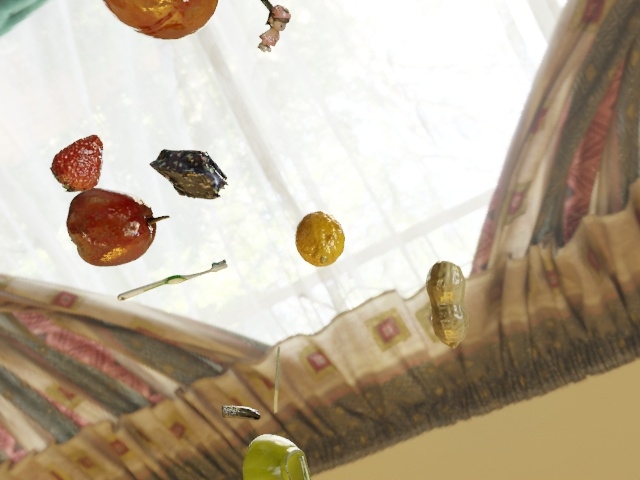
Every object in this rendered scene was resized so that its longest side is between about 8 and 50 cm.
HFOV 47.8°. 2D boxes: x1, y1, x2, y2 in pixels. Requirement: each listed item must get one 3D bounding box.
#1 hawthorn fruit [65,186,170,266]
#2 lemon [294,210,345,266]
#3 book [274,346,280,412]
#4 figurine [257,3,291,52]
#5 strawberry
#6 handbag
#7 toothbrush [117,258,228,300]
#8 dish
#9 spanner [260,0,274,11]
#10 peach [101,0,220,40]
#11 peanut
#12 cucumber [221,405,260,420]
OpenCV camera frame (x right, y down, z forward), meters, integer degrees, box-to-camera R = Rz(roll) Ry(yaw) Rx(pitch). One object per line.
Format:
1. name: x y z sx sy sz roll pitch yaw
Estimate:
1. hawthorn fruit: -0.702 -0.054 2.530 0.368 0.285 0.285 -7 -159 8
2. lemon: 0.000 0.000 1.972 0.142 0.142 0.187 -28 -143 15
3. book: -0.148 0.481 2.487 0.013 0.192 0.168 3 -125 -2
4. figurine: -0.124 -0.545 1.851 0.072 0.054 0.129 -8 141 -54
5. strawberry: -0.594 -0.187 1.806 0.148 0.131 0.131 -34 -164 -12
6. handbag: -0.379 -0.193 2.119 0.260 0.162 0.113 9 -123 45
7. toothbrush: -0.391 0.107 1.909 0.303 0.030 0.030 -18 -165 -4
8. dish: -0.095 0.651 1.949 0.108 0.263 0.221 -20 174 26
9. spanner: -0.219 -0.770 2.104 0.040 0.325 0.095 -40 168 11
10. peach: -0.425 -0.694 1.902 0.342 0.343 0.302 -34 -125 -8
11. peanut: 0.391 0.194 2.222 0.120 0.299 0.136 -4 -161 15
12. cucumber: -0.214 0.463 1.950 0.034 0.134 0.033 -46 -132 32
